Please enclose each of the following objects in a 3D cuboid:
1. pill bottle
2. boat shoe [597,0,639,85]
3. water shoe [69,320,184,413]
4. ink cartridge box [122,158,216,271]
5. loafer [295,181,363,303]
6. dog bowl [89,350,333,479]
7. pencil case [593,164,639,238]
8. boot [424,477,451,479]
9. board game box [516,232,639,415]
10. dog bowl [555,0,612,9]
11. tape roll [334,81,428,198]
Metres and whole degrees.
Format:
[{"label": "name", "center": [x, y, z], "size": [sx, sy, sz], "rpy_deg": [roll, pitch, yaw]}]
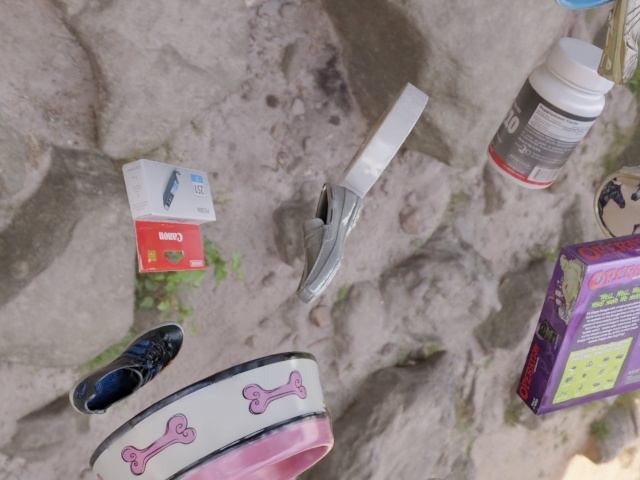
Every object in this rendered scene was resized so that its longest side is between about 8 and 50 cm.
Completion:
[{"label": "pill bottle", "center": [0.476, -0.260, 1.412], "size": [0.161, 0.161, 0.283], "rpy_deg": [-16, 144, -36]}, {"label": "boat shoe", "center": [0.409, -0.286, 0.943], "size": [0.056, 0.048, 0.153], "rpy_deg": [-42, 140, -19]}, {"label": "water shoe", "center": [-0.274, 0.197, 1.033], "size": [0.203, 0.080, 0.072], "rpy_deg": [-38, 114, -34]}, {"label": "ink cartridge box", "center": [-0.364, -0.057, 1.726], "size": [0.296, 0.066, 0.261], "rpy_deg": [2, 76, -68]}, {"label": "loafer", "center": [0.000, 0.000, 1.544], "size": [0.111, 0.112, 0.319], "rpy_deg": [31, 50, -12]}, {"label": "dog bowl", "center": [-0.157, 0.351, 1.137], "size": [0.408, 0.150, 0.408], "rpy_deg": [-25, 157, -11]}, {"label": "pencil case", "center": [0.722, -0.100, 1.356], "size": [0.410, 0.160, 0.183], "rpy_deg": [-15, 106, -32]}, {"label": "boot", "center": [0.290, 0.519, 1.330], "size": [0.069, 0.190, 0.086], "rpy_deg": [70, 24, -43]}, {"label": "board game box", "center": [0.403, 0.080, 0.799], "size": [0.347, 0.056, 0.208], "rpy_deg": [-7, 127, -22]}, {"label": "dog bowl", "center": [0.342, -0.388, 0.828], "size": [0.166, 0.074, 0.297], "rpy_deg": [-17, 161, 12]}, {"label": "tape roll", "center": [0.146, -0.240, 1.820], "size": [0.072, 0.392, 0.392], "rpy_deg": [35, 87, -3]}]
